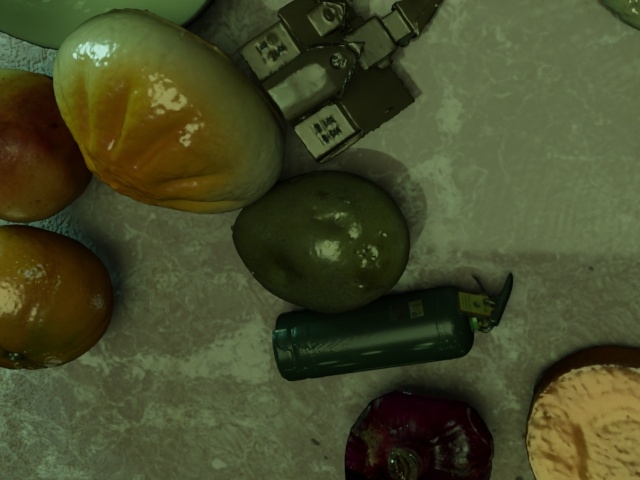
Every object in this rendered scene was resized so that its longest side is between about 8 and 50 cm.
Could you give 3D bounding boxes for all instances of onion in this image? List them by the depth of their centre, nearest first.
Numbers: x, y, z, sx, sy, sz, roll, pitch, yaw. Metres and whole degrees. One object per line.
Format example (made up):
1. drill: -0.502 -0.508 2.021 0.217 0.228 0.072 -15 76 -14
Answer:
1. onion: 0.118 0.264 1.185 0.195 0.218 0.139 2 79 19

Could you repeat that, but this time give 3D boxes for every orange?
1. orange: -0.399 0.083 1.249 0.240 0.240 0.171 -3 62 14

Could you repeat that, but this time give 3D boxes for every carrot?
1. carrot: 0.405 0.270 1.181 0.307 0.100 0.258 35 107 4

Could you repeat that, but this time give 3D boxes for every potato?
1. potato: 0.000 0.000 1.171 0.235 0.160 0.177 12 88 20

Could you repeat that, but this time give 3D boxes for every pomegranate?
1. pomegranate: -0.387 -0.119 1.199 0.209 0.209 0.209 3 106 12

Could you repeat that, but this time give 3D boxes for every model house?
1. model house: 0.049 -0.229 1.103 0.248 0.176 0.180 -36 95 3

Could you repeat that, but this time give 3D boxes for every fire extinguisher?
1. fire extinguisher: 0.098 0.111 1.211 0.311 0.114 0.095 -9 148 17

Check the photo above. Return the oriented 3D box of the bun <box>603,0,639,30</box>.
1. bun: 0.405 -0.322 0.986 0.231 0.133 0.231 14 141 12

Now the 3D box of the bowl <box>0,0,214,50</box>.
1. bowl: -0.279 -0.401 1.066 0.354 0.354 0.185 -13 59 16

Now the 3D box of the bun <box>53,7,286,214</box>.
1. bun: -0.196 -0.126 1.097 0.299 0.299 0.164 33 72 2
